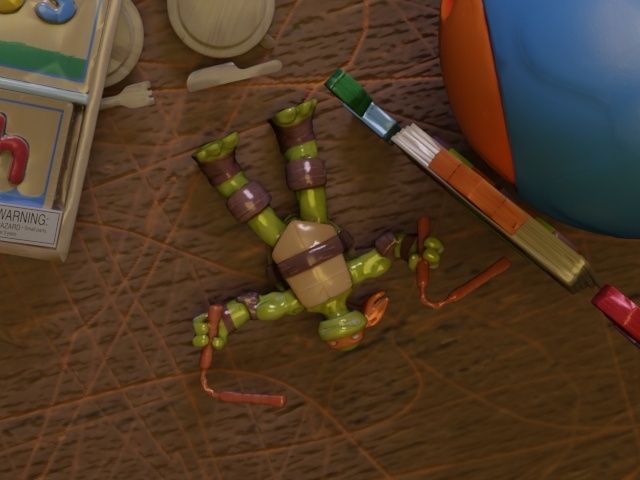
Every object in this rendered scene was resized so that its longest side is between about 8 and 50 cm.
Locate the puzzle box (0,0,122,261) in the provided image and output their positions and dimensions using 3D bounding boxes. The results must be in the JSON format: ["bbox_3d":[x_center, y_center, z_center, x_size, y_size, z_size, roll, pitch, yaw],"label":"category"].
[{"bbox_3d":[-0.357,-0.147,1.022,0.408,0.052,0.272,9,103,-20],"label":"puzzle box"}]

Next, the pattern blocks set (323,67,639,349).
[{"bbox_3d":[0.137,-0.020,1.059,0.325,0.285,0.026,39,93,3],"label":"pattern blocks set"}]

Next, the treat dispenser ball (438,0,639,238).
[{"bbox_3d":[0.226,-0.144,0.983,0.288,0.288,0.288,-1,100,-6],"label":"treat dispenser ball"}]

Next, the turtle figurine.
[{"bbox_3d":[0.000,0.000,1.148,0.269,0.087,0.217,-23,94,7],"label":"turtle figurine"}]

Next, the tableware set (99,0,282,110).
[{"bbox_3d":[-0.132,-0.177,1.126,0.194,0.039,0.128,-13,105,-3],"label":"tableware set"}]
